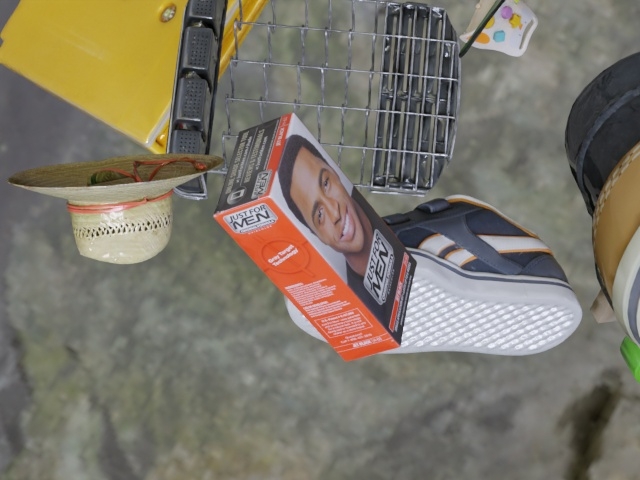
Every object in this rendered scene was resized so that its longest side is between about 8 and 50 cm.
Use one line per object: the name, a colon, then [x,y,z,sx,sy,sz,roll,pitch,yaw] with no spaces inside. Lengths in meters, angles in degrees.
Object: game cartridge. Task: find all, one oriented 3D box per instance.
game cartridge: [-0.210,-0.274,1.837,0.053,0.324,0.285,35,87,-49]

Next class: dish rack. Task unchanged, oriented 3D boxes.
dish rack: [-0.006,-0.137,1.489,0.074,0.271,0.208,87,9,-78]

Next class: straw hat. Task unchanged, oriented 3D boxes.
straw hat: [-0.128,-0.017,1.036,0.144,0.144,0.061,-39,127,-71]

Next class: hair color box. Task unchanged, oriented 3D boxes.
hair color box: [0.000,0.000,0.945,0.043,0.141,0.072,-18,-139,31]

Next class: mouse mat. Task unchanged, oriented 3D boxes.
mouse mat: [0.174,-0.233,1.292,0.152,0.007,0.189,-55,-178,-17]

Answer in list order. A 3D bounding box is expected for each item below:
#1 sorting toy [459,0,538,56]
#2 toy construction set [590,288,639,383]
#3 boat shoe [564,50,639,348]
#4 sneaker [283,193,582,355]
sorting toy: [0.203,-0.239,1.735,0.045,0.075,0.083,12,-105,54]
toy construction set: [0.332,0.038,1.102,0.309,0.237,0.257,-23,137,-2]
boat shoe: [0.330,-0.004,0.831,0.187,0.500,0.156,-61,-142,30]
sneaker: [0.093,0.030,1.503,0.126,0.321,0.127,-52,-136,35]
